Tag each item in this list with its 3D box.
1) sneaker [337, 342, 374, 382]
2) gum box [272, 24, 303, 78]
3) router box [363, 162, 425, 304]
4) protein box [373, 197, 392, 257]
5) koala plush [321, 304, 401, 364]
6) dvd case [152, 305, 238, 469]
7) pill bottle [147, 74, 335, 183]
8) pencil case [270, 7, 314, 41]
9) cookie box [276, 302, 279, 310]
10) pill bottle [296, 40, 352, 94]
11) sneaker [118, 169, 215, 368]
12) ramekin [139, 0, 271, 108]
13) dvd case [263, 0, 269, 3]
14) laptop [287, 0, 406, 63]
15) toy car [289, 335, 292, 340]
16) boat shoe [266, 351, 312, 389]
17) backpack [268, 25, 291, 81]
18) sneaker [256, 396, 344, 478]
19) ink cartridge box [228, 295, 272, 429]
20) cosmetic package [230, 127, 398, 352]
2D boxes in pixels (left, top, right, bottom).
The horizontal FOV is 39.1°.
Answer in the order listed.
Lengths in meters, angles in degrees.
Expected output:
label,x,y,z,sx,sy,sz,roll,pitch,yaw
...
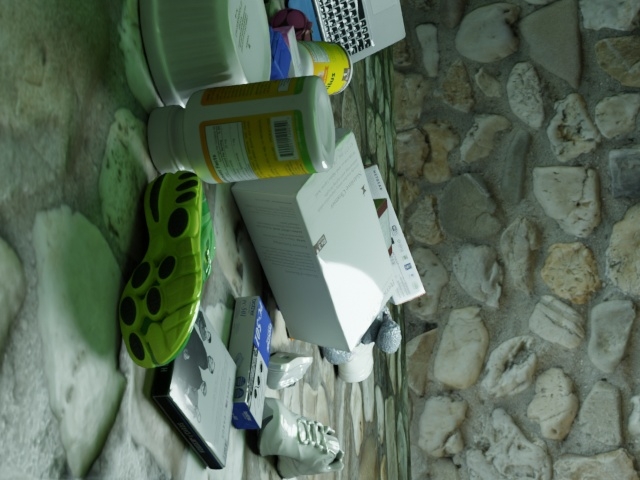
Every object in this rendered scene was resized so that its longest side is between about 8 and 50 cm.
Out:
label,x,y,z,sx,sy,sz,roll,pitch,yaw
sneaker,0.101,0.222,2.363,0.305,0.114,0.152,-80,161,-51
gum box,-0.091,-0.313,1.754,0.062,0.107,0.188,-71,153,-61
router box,0.129,-0.022,2.263,0.301,0.082,0.335,-160,-132,-80
protein box,0.046,-0.005,2.019,0.201,0.200,0.135,-46,130,-73
koala plush,0.072,0.147,2.151,0.221,0.196,0.203,69,8,-48
dvd case,-0.178,0.207,1.331,0.238,0.030,0.179,70,19,-50
pill bottle,-0.111,-0.153,1.279,0.136,0.246,0.136,-5,90,-78
pencil case,-0.042,-0.435,2.042,0.209,0.098,0.095,52,38,-68
cookie box,-0.064,0.085,1.858,0.107,0.040,0.091,-51,135,-72
pill bottle,-0.034,-0.362,1.905,0.215,0.117,0.117,-16,101,-53
sneaker,-0.183,0.041,1.193,0.123,0.110,0.295,64,24,-49
ramekin,-0.165,-0.318,1.383,0.273,0.127,0.272,-5,90,-78
dvd case,-0.152,-0.598,1.799,0.253,0.022,0.180,17,69,-77
laptop,0.082,-0.575,2.371,0.236,0.408,0.382,49,-17,45
toy car,-0.041,0.220,1.905,0.060,0.041,0.122,-33,116,-76
boat shoe,-0.062,0.256,1.761,0.184,0.066,0.063,-2,100,-80
backpack,-0.124,-0.320,1.586,0.098,0.120,0.101,-78,149,-47
sneaker,-0.037,0.360,1.668,0.297,0.129,0.111,61,29,-58
ink cartridge box,-0.123,0.206,1.537,0.097,0.046,0.207,71,19,-50
cosmetic package,0.000,0.000,1.724,0.217,0.156,0.385,-52,135,-36
